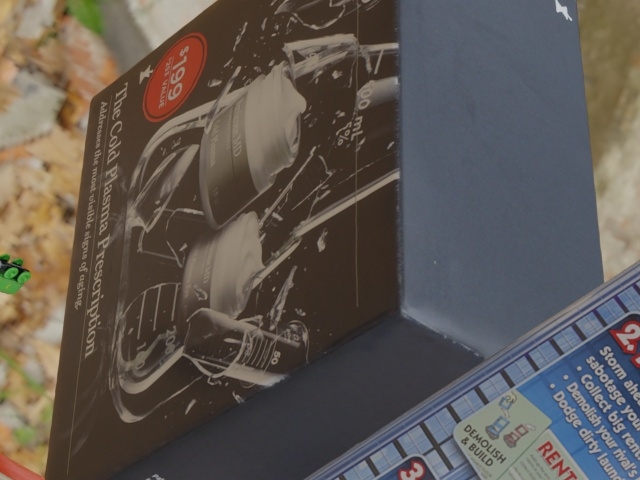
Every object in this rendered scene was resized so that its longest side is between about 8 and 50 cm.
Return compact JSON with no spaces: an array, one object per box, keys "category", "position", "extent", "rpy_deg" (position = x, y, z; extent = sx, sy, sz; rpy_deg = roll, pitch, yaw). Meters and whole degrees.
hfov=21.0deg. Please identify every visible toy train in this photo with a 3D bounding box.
[{"category":"toy train","position":[-0.206,0.015,1.035],"extent":[0.024,0.017,0.083],"rpy_deg":[-44,148,15]}]

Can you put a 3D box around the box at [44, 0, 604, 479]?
[{"category":"box","position":[0.000,0.000,1.090],"extent":[0.179,0.312,0.343],"rpy_deg":[30,44,-34]}]

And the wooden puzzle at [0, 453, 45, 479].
[{"category":"wooden puzzle","position":[-0.320,0.192,1.493],"extent":[0.239,0.221,0.044],"rpy_deg":[39,66,-17]}]

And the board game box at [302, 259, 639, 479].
[{"category":"board game box","position":[0.098,0.051,0.399],"extent":[0.194,0.060,0.194],"rpy_deg":[-39,151,12]}]
